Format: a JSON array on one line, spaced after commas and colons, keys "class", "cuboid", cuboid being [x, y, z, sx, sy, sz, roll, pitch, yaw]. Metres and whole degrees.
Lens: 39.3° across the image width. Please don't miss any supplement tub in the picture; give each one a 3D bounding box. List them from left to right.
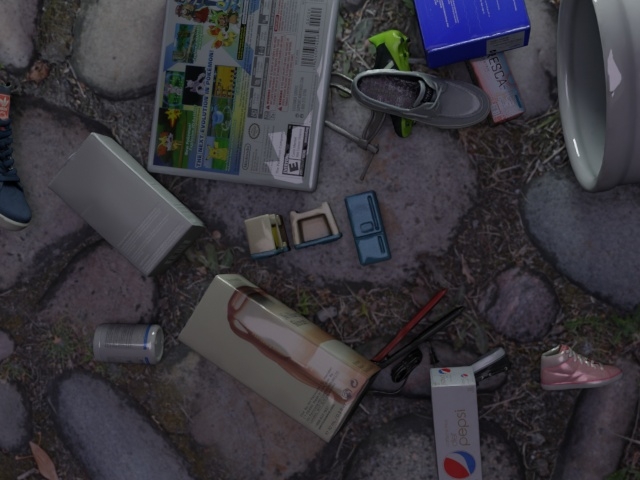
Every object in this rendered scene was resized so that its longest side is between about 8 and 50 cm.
[{"class": "supplement tub", "cuboid": [-0.330, 0.178, 1.550, 0.107, 0.071, 0.071, 2, 92, 6]}]

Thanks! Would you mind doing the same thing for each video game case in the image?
[{"class": "video game case", "cuboid": [-0.133, -0.262, 1.521, 0.300, 0.036, 0.329, 8, 93, 12]}]

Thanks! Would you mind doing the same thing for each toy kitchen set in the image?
[{"class": "toy kitchen set", "cuboid": [0.000, 0.000, 1.460, 0.207, 0.166, 0.122, -15, 90, 7]}]

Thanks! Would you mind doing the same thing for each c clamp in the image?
[{"class": "c clamp", "cuboid": [0.041, -0.201, 1.505, 0.160, 0.022, 0.137, 37, 108, 17]}]

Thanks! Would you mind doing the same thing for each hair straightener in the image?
[{"class": "hair straightener", "cuboid": [0.158, 0.188, 1.508, 0.230, 0.047, 0.089, -45, 86, 6]}]

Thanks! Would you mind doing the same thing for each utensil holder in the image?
[{"class": "utensil holder", "cuboid": [0.572, -0.253, 1.318, 0.385, 0.327, 0.328, -6, 91, 4]}]

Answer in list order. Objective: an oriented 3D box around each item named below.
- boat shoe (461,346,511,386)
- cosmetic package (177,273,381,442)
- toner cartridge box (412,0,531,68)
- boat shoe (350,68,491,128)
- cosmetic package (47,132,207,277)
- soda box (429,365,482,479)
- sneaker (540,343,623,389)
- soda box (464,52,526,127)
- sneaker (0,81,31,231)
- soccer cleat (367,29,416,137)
[{"class": "boat shoe", "cuboid": [0.253, 0.229, 1.499, 0.142, 0.049, 0.040, -30, 89, 4]}, {"class": "cosmetic package", "cuboid": [-0.062, 0.185, 1.466, 0.296, 0.153, 0.129, 32, 95, 10]}, {"class": "toner cartridge box", "cuboid": [0.214, -0.461, 1.431, 0.165, 0.075, 0.348, -12, 77, 6]}, {"class": "boat shoe", "cuboid": [0.158, -0.225, 1.422, 0.227, 0.081, 0.079, 10, 95, 4]}, {"class": "cosmetic package", "cuboid": [-0.329, -0.060, 1.529, 0.238, 0.107, 0.127, 44, 96, 6]}, {"class": "soda box", "cuboid": [0.223, 0.318, 1.467, 0.073, 0.069, 0.216, -5, 108, 6]}, {"class": "sneaker", "cuboid": [0.427, 0.204, 1.477, 0.134, 0.051, 0.070, -7, 96, 11]}, {"class": "soda box", "cuboid": [0.277, -0.282, 1.474, 0.058, 0.063, 0.183, -21, 89, 4]}, {"class": "sneaker", "cuboid": [-0.572, -0.188, 1.535, 0.148, 0.131, 0.350, -32, 88, 11]}, {"class": "soccer cleat", "cuboid": [0.120, -0.260, 1.501, 0.072, 0.060, 0.179, -3, 96, 31]}]
